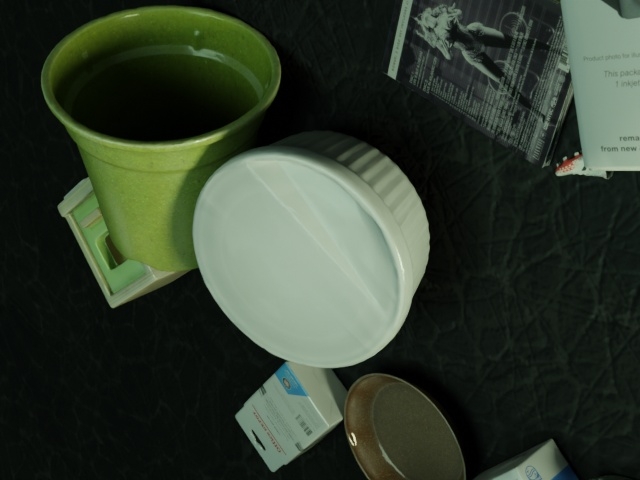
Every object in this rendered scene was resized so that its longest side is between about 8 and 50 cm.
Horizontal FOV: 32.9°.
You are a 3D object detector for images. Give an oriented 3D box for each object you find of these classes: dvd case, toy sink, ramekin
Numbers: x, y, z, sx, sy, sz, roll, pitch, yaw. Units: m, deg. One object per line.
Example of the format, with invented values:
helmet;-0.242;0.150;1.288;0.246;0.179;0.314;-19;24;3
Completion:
dvd case;0.159;-0.193;1.076;0.221;0.018;0.164;36;134;29
toy sink;-0.275;-0.044;1.546;0.153;0.131;0.234;-28;87;50
ramekin;0.000;0.000;1.228;0.273;0.127;0.273;16;124;25

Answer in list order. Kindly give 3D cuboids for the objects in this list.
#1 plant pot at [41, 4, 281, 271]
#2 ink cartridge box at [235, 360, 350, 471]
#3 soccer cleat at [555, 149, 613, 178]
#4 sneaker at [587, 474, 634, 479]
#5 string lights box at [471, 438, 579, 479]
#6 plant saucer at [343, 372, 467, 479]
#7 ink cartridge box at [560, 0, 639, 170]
plant pot;-0.187;-0.109;1.340;0.276;0.276;0.254;37;144;30
ink cartridge box;-0.036;0.234;1.482;0.104;0.060;0.180;55;140;11
soccer cleat;0.257;-0.071;1.023;0.083;0.029;0.035;-27;85;46
sneaker;0.334;0.290;1.108;0.152;0.054;0.061;19;126;41
string lights box;0.269;0.365;1.199;0.259;0.077;0.133;57;139;9
plant saucer;0.111;0.250;1.346;0.198;0.036;0.198;24;126;38
ink cartridge box;0.274;-0.223;0.769;0.131;0.226;0.306;2;110;46
